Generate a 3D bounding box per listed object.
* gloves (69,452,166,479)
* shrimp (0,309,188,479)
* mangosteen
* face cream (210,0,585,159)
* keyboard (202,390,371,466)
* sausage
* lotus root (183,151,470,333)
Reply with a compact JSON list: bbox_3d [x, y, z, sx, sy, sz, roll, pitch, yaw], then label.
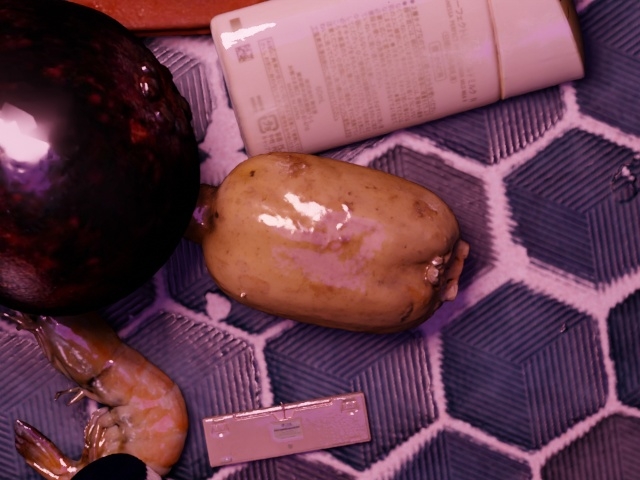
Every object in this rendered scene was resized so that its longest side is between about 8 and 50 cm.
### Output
[{"bbox_3d":[-0.158,0.316,1.365,0.140,0.131,0.218,-34,122,-3],"label":"gloves"},{"bbox_3d":[-0.266,0.138,1.383,0.169,0.058,0.296,-43,95,4],"label":"shrimp"},{"bbox_3d":[-0.259,-0.058,1.250,0.297,0.297,0.313,36,105,-1],"label":"mangosteen"},{"bbox_3d":[0.080,-0.185,1.334,0.349,0.081,0.173,-16,128,0],"label":"face cream"},{"bbox_3d":[-0.034,0.189,1.402,0.166,0.017,0.055,-10,97,0],"label":"keyboard"},{"bbox_3d":[-0.190,-0.246,1.347,0.330,0.102,0.102,-3,92,0],"label":"sausage"},{"bbox_3d":[0.000,0.000,1.332,0.284,0.146,0.160,13,77,2],"label":"lotus root"}]
